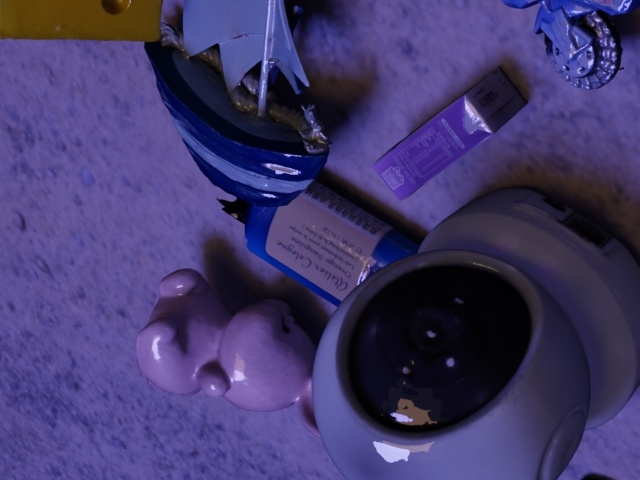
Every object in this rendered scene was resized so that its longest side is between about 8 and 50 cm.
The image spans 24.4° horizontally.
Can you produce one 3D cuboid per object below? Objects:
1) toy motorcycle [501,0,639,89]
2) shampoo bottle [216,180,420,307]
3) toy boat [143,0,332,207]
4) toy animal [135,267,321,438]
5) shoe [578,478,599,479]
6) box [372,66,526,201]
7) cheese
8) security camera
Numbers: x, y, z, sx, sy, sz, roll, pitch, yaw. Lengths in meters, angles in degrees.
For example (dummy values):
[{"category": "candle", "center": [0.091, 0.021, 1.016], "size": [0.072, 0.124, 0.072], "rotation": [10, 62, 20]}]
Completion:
[{"category": "toy motorcycle", "center": [0.163, -0.189, 0.887], "size": [0.114, 0.076, 0.205], "rotation": [41, 138, 23]}, {"category": "shampoo bottle", "center": [0.000, 0.000, 1.182], "size": [0.183, 0.050, 0.087], "rotation": [32, 128, 21]}, {"category": "toy boat", "center": [-0.050, -0.147, 1.083], "size": [0.210, 0.070, 0.291], "rotation": [53, 145, 19]}, {"category": "toy animal", "center": [-0.044, 0.097, 1.263], "size": [0.213, 0.124, 0.124], "rotation": [12, 129, 10]}, {"category": "shoe", "center": [0.227, 0.265, 1.168], "size": [0.062, 0.053, 0.159], "rotation": [8, 126, 43]}, {"category": "box", "center": [0.090, -0.074, 1.049], "size": [0.036, 0.050, 0.117], "rotation": [52, 141, -2]}, {"category": "cheese", "center": [-0.202, -0.233, 1.155], "size": [0.171, 0.126, 0.093], "rotation": [-121, 33, -52]}, {"category": "security camera", "center": [0.101, 0.094, 1.020], "size": [0.195, 0.236, 0.194], "rotation": [26, 135, 30]}]
